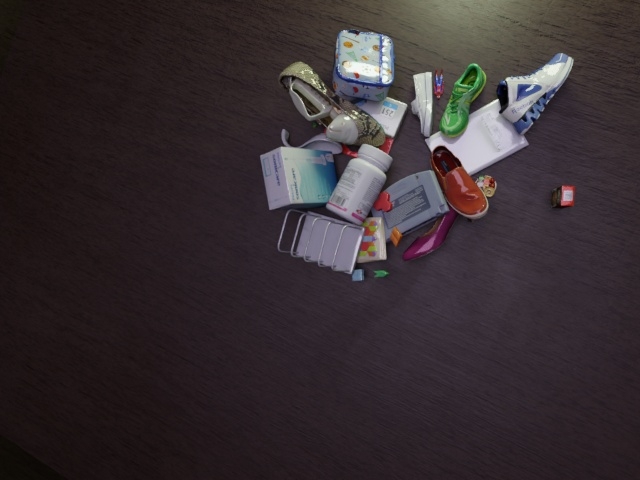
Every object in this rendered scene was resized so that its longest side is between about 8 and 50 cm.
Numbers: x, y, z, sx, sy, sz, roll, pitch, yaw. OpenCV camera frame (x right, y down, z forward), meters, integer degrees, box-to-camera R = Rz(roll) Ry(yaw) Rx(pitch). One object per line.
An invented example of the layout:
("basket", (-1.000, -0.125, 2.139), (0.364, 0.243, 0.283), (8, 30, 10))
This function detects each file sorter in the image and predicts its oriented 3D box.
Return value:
("file sorter", (0.000, 0.000, 1.839), (0.277, 0.173, 0.193), (18, 95, 30))

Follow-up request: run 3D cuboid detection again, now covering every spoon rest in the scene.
("spoon rest", (-0.039, -0.396, 1.916), (0.276, 0.137, 0.084), (14, 81, 25))

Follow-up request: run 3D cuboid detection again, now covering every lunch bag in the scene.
("lunch bag", (0.172, -0.681, 1.792), (0.243, 0.115, 0.303), (7, 61, -3))

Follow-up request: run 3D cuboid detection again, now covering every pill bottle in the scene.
("pill bottle", (0.153, -0.214, 1.789), (0.160, 0.160, 0.283), (29, 92, 12))

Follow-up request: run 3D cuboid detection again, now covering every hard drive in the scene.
("hard drive", (0.595, -0.376, 1.793), (0.318, 0.040, 0.210), (-28, 83, 12))

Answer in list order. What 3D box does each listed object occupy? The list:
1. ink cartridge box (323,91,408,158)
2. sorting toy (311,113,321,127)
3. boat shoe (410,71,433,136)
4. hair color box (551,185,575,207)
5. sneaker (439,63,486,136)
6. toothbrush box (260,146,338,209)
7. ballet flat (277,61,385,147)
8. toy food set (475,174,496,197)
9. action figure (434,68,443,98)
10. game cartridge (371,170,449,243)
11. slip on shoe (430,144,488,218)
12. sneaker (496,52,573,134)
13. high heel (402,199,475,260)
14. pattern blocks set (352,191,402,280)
("ink cartridge box", (0.167, -0.470, 1.889), (0.296, 0.066, 0.261), (24, 94, 13))
("sorting toy", (-0.010, -0.516, 1.960), (0.083, 0.012, 0.062), (-44, 85, 7))
("boat shoe", (0.397, -0.528, 1.826), (0.084, 0.095, 0.258), (-1, 79, 18))
("hair color box", (0.869, -0.155, 1.672), (0.043, 0.141, 0.072), (4, 91, 14))
("sneaker", (0.522, -0.529, 1.751), (0.109, 0.123, 0.295), (21, 83, 33))
("toothbrush box", (-0.072, -0.238, 1.821), (0.126, 0.295, 0.216), (-13, 87, 41))
("ballet flat", (0.023, -0.493, 1.798), (0.483, 0.182, 0.164), (42, 142, 5))
("toy food set", (0.634, -0.210, 1.794), (0.082, 0.020, 0.083), (17, 94, 14))
("action figure", (0.466, -0.615, 1.835), (0.038, 0.030, 0.115), (0, 92, 9))
("game cartridge", (0.332, -0.134, 1.787), (0.297, 0.062, 0.198), (-29, 64, 36))
("slip on shoe", (0.492, -0.215, 1.688), (0.123, 0.101, 0.331), (-29, 61, 11))
("sneaker", (0.750, -0.561, 1.686), (0.182, 0.127, 0.315), (34, 89, 3))
("high heel", (0.437, -0.083, 1.784), (0.377, 0.127, 0.181), (-36, 95, -3))
("pattern blocks set", (0.189, -0.006, 1.842), (0.285, 0.026, 0.325), (-19, 74, 36))
